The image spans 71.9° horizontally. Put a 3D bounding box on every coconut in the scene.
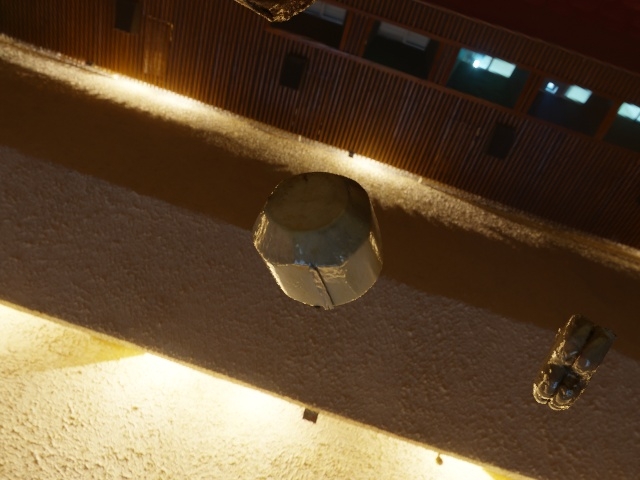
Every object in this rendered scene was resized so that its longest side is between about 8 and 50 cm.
[{"bbox_3d":[0.000,0.000,1.051,0.322,0.323,0.323,9,-132,-10],"label":"coconut"}]

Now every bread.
[{"bbox_3d":[0.552,0.286,0.985,0.102,0.337,0.183,26,-101,30],"label":"bread"}]

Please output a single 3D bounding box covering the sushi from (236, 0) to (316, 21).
[{"bbox_3d":[-0.058,-0.209,0.335,0.120,0.055,0.052,30,-162,1],"label":"sushi"}]
